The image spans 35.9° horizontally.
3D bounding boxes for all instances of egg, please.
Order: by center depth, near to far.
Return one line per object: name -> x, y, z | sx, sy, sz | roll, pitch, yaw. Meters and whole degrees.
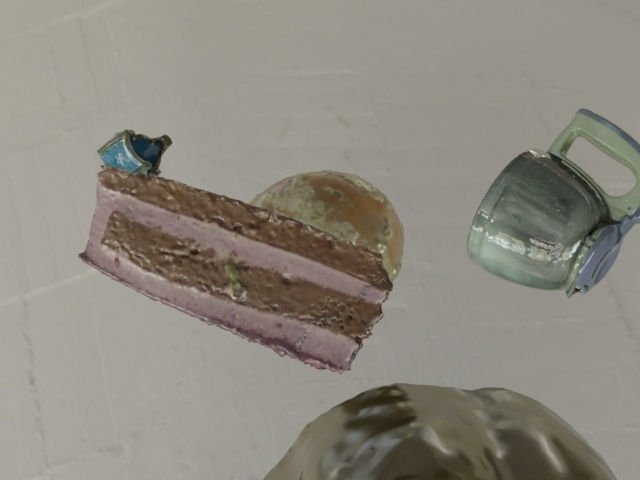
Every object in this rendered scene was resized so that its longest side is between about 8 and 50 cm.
egg -> 0.000, 0.000, 1.375 | 0.245, 0.203, 0.203 | 12, -134, 29

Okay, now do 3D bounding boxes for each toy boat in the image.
toy boat -> -0.242, -0.117, 1.329 | 0.077, 0.075, 0.185 | -31, -176, 0

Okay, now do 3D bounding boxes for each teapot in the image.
teapot -> 0.201, -0.017, 0.805 | 0.108, 0.111, 0.149 | 34, -119, 28

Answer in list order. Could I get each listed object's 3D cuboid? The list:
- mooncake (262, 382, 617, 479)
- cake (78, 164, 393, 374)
mooncake -> 0.123, 0.387, 1.024 | 0.467, 0.466, 0.262 | -6, -164, -2
cake -> -0.074, 0.024, 0.902 | 0.295, 0.113, 0.115 | 21, -93, 24
